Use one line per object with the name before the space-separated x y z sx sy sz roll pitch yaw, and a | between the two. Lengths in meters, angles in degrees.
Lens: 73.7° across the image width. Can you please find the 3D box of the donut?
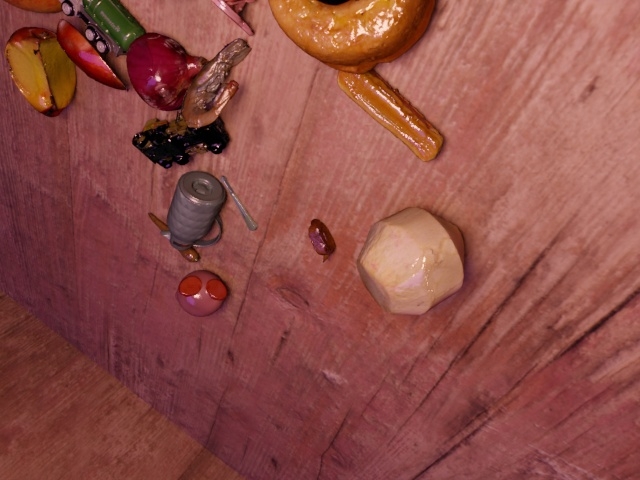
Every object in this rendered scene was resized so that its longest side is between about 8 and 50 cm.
donut | 0.052 -0.478 0.808 0.317 0.150 0.299 -7 101 28

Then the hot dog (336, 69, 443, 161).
hot dog | 0.153 -0.284 0.938 0.286 0.061 0.088 47 131 1

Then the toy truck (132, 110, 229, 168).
toy truck | -0.389 -0.300 1.206 0.257 0.127 0.127 -6 151 22

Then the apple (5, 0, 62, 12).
apple | -0.856 -0.786 1.177 0.293 0.163 0.251 48 132 -5

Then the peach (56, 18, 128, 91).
peach | -0.667 -0.511 1.236 0.279 0.068 0.189 45 170 12

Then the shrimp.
shrimp | -0.262 -0.381 1.064 0.253 0.058 0.173 -36 57 22

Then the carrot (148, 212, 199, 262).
carrot | -0.530 -0.012 1.536 0.254 0.049 0.049 44 131 3

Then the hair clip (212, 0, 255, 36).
hair clip | -0.208 -0.523 0.964 0.123 0.138 0.102 39 136 -5

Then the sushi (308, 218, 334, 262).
sushi | 0.000 0.000 1.214 0.055 0.052 0.120 -20 106 38

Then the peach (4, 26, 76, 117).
peach | -0.866 -0.533 1.345 0.159 0.154 0.267 21 137 8

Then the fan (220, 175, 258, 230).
fan | -0.256 -0.113 1.323 0.038 0.016 0.193 -19 108 40

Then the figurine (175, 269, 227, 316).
figurine | -0.424 0.189 1.516 0.173 0.173 0.173 15 125 23

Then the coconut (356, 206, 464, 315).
coconut | 0.222 0.045 0.999 0.259 0.259 0.259 15 125 23

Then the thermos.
thermos | -0.396 -0.073 1.363 0.182 0.145 0.286 18 136 -18

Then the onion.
onion | -0.399 -0.448 1.126 0.218 0.140 0.195 -1 98 19

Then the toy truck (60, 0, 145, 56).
toy truck | -0.593 -0.614 1.166 0.242 0.101 0.125 47 126 -5
